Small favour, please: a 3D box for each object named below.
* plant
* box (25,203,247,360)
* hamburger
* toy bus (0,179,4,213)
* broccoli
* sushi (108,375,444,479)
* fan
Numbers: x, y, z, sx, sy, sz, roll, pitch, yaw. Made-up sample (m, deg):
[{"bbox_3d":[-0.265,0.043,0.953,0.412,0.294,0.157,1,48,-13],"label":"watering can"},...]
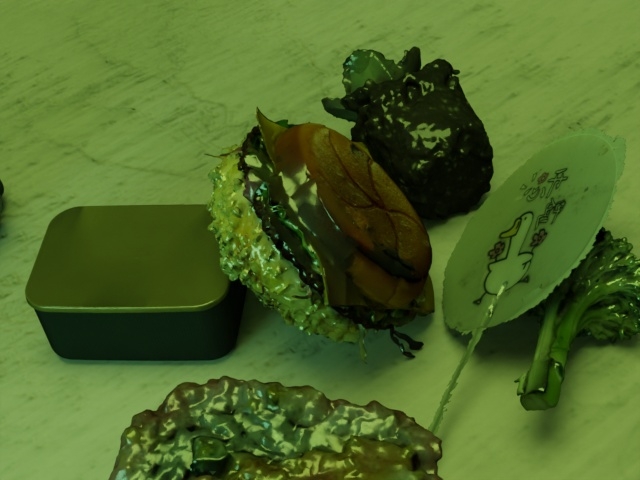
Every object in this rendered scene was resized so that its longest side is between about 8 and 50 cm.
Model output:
[{"bbox_3d":[0.094,-0.121,1.482,0.142,0.131,0.203,-30,46,-16],"label":"plant"},{"bbox_3d":[-0.174,0.044,1.389,0.201,0.090,0.144,-2,45,9],"label":"box"},{"bbox_3d":[0.000,0.000,1.321,0.139,0.243,0.261,-39,63,23],"label":"hamburger"},{"bbox_3d":[-0.498,-0.068,1.499,0.288,0.194,0.232,27,63,32],"label":"toy bus"},{"bbox_3d":[0.223,0.078,1.269,0.122,0.118,0.204,32,49,4],"label":"broccoli"},{"bbox_3d":[-0.029,0.227,1.122,0.270,0.171,0.236,5,45,12],"label":"sushi"},{"bbox_3d":[0.159,0.061,1.298,0.233,0.012,0.414,-15,42,60],"label":"fan"}]
